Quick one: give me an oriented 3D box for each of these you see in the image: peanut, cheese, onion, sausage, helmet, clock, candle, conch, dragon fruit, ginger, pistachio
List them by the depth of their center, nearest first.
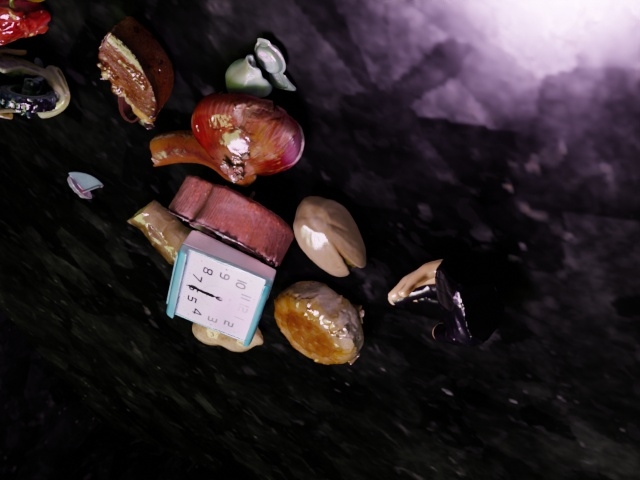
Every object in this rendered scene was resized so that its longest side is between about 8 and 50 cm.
[{"bbox_3d":[-0.088,-0.326,1.644,0.067,0.026,0.121,18,150,32],"label":"cheese"},{"bbox_3d":[-0.143,-0.300,1.689,0.088,0.065,0.180,50,157,-3],"label":"conch"},{"bbox_3d":[-0.147,-0.188,1.731,0.229,0.164,0.230,9,165,2],"label":"onion"},{"bbox_3d":[0.023,-0.005,1.890,0.135,0.136,0.226,7,146,40],"label":"pistachio"},{"bbox_3d":[-0.752,-0.535,1.924,0.330,0.302,0.240,16,115,5],"label":"dragon fruit"},{"bbox_3d":[-0.254,-0.189,1.933,0.302,0.103,0.076,14,175,33],"label":"sausage"},{"bbox_3d":[-0.398,-0.308,1.961,0.111,0.057,0.089,12,108,50],"label":"helmet"},{"bbox_3d":[-0.172,-0.044,1.987,0.287,0.131,0.317,32,174,-32],"label":"candle"},{"bbox_3d":[-0.233,0.107,2.105,0.231,0.116,0.262,22,139,1],"label":"clock"},{"bbox_3d":[-0.380,0.004,2.320,0.263,0.109,0.116,40,177,-4],"label":"ginger"},{"bbox_3d":[-0.273,0.266,2.578,0.263,0.101,0.117,12,162,35],"label":"peanut"}]

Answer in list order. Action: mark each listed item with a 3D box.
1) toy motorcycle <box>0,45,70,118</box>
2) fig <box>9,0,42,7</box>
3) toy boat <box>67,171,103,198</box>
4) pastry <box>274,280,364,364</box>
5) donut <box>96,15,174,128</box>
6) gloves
[{"bbox_3d":[-0.758,-0.379,2.072,0.410,0.237,0.169,23,105,18],"label":"toy motorcycle"},{"bbox_3d":[-0.605,-0.530,1.825,0.082,0.098,0.084,35,138,5],"label":"fig"},{"bbox_3d":[-0.643,-0.162,2.447,0.122,0.034,0.096,-15,123,43],"label":"toy boat"},{"bbox_3d":[-0.001,0.197,2.191,0.257,0.121,0.236,17,140,34],"label":"pastry"},{"bbox_3d":[-0.364,-0.348,1.804,0.186,0.126,0.144,41,143,-15],"label":"donut"},{"bbox_3d":[0.255,0.128,1.799,0.301,0.152,0.197,3,115,52],"label":"gloves"}]
